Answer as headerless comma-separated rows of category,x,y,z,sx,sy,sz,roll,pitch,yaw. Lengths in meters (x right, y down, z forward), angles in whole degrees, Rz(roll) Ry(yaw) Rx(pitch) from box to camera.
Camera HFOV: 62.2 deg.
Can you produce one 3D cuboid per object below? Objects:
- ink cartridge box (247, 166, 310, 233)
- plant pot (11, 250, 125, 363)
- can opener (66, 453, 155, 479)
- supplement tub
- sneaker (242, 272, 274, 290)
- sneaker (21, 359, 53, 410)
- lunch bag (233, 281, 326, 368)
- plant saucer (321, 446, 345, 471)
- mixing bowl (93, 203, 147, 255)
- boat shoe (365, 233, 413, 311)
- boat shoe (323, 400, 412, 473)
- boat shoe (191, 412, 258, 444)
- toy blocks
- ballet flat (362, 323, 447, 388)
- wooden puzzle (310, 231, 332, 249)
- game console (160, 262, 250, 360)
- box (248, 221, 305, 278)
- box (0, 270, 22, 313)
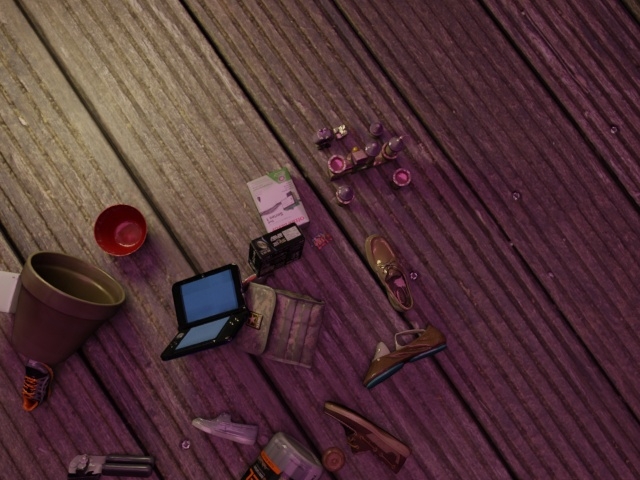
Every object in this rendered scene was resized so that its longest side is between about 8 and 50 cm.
ink cartridge box,-0.150,-0.129,1.919,0.160,0.092,0.220,-24,84,-6
plant pot,-0.851,0.235,1.736,0.323,0.323,0.281,31,97,1
can opener,-0.698,0.761,1.775,0.280,0.074,0.093,0,116,-2
supplement tub,-0.163,0.818,1.724,0.207,0.207,0.338,37,81,2
sneaker,-0.231,0.152,1.892,0.157,0.061,0.065,-35,92,-7
sneaker,-0.930,0.472,1.727,0.084,0.083,0.215,18,124,6
lunch bag,-0.144,0.284,1.818,0.286,0.169,0.236,14,88,-1
plant saucer,0.046,0.762,1.842,0.083,0.015,0.084,1,81,-4
mixing bowl,-0.690,-0.031,1.866,0.181,0.098,0.182,1,82,-5
boat shoe,0.254,0.113,1.908,0.109,0.098,0.303,-22,84,-7
boat shoe,0.143,0.676,1.812,0.341,0.123,0.123,33,80,-5
boat shoe,-0.321,0.631,1.812,0.227,0.079,0.081,19,72,-6
toy blocks,0.149,-0.309,1.881,0.288,0.260,0.309,-18,83,-6
ballet flat,0.279,0.394,1.873,0.342,0.116,0.124,-26,64,-7
wooden puzzle,0.000,0.000,1.954,0.083,0.006,0.049,-39,86,-8
game console,-0.401,0.236,1.762,0.292,0.250,0.174,-19,108,22
box,-0.153,0.033,1.840,0.180,0.147,0.078,-25,66,-22
box,-1.022,0.175,1.775,0.090,0.170,0.130,10,80,2
